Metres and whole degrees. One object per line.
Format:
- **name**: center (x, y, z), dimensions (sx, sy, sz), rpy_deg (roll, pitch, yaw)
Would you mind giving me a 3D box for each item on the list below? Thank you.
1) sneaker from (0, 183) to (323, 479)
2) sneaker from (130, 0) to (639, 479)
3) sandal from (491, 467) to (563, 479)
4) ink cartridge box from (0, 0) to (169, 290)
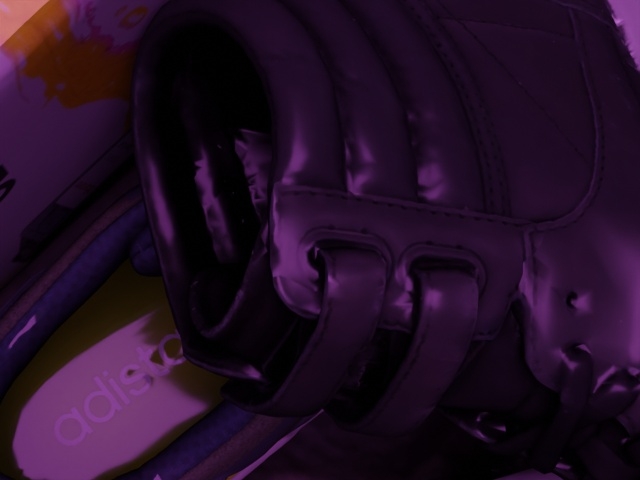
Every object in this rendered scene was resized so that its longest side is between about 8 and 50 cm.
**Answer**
- **sneaker**: center (0.000, 0.000, 0.542), dimensions (0.300, 0.121, 0.111), rpy_deg (-44, 89, -8)
- **sneaker**: center (0.057, 0.040, 0.420), dimensions (0.147, 0.104, 0.295), rpy_deg (-21, 69, -33)
- **sandal**: center (0.004, 0.206, 0.536), dimensions (0.416, 0.102, 0.169), rpy_deg (-36, 72, 5)
- **ink cartridge box**: center (-0.087, -0.093, 0.494), dimensions (0.131, 0.226, 0.306), rpy_deg (44, 83, 3)
